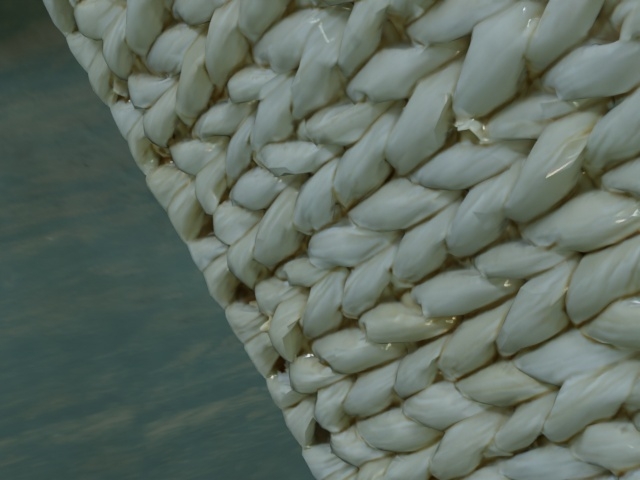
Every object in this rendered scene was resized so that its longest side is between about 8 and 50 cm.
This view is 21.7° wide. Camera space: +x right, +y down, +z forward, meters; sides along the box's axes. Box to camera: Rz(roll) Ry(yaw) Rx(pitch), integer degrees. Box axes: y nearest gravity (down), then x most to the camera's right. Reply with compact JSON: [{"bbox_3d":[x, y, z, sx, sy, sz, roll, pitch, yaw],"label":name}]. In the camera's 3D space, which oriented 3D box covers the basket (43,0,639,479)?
[{"bbox_3d":[0.136,-0.087,0.476,0.328,0.331,0.266,-32,88,-28],"label":"basket"}]
